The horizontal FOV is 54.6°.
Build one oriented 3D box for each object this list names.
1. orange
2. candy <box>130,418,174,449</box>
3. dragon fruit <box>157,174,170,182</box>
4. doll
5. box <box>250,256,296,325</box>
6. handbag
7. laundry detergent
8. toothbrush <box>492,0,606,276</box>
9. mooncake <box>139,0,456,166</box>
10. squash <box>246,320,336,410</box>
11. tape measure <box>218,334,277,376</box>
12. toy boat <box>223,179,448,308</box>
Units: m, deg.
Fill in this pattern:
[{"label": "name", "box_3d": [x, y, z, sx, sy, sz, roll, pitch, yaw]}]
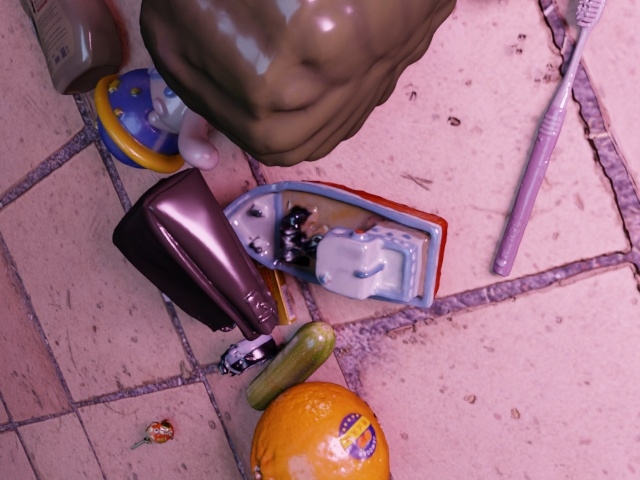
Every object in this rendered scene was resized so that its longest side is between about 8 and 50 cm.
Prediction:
[{"label": "orange", "box_3d": [-0.002, 0.323, 0.921, 0.219, 0.193, 0.219, 28, 136, 32]}, {"label": "candy", "box_3d": [-0.358, 0.412, 1.285, 0.055, 0.049, 0.184, 26, 139, -25]}, {"label": "dragon fruit", "box_3d": [-0.242, -0.057, 1.037, 0.126, 0.068, 0.112, 21, 115, 27]}, {"label": "doll", "box_3d": [-0.215, -0.177, 0.918, 0.242, 0.159, 0.311, -34, 54, 12]}, {"label": "box", "box_3d": [-0.095, 0.063, 1.001, 0.089, 0.022, 0.156, -12, 97, 36]}, {"label": "handbag", "box_3d": [-0.178, 0.034, 0.905, 0.257, 0.113, 0.285, 54, 153, -11]}, {"label": "laundry detergent", "box_3d": [-0.439, -0.391, 1.053, 0.181, 0.091, 0.253, -20, 93, 43]}, {"label": "toothbrush", "box_3d": [0.252, -0.115, 0.697, 0.024, 0.029, 0.354, 33, 122, 38]}, {"label": "mooncake", "box_3d": [0.009, -0.243, 0.625, 0.194, 0.356, 0.356, 45, 125, 11]}, {"label": "squash", "box_3d": [-0.048, 0.201, 0.984, 0.066, 0.066, 0.229, 50, 127, 12]}, {"label": "tape measure", "box_3d": [-0.115, 0.185, 1.015, 0.054, 0.091, 0.094, 62, 145, 11]}, {"label": "toy boat", "box_3d": [0.000, 0.000, 0.845, 0.331, 0.133, 0.145, 16, 115, 31]}]
